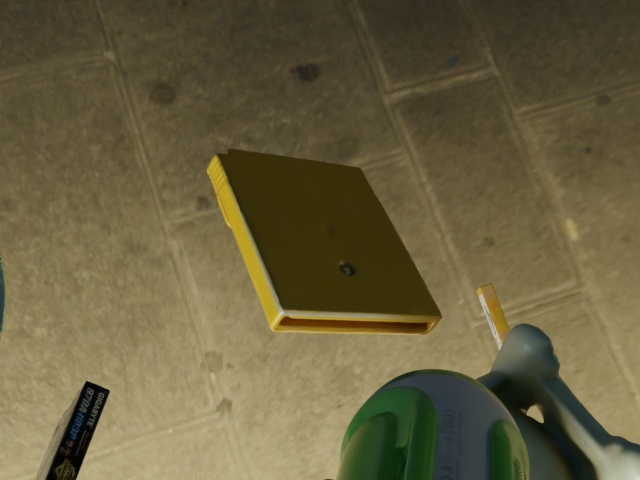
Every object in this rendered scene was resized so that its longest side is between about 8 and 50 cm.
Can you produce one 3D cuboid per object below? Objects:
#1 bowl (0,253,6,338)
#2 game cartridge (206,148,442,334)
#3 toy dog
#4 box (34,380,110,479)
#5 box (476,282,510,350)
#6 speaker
[{"bbox_3d":[-0.466,0.051,0.922,0.156,0.289,0.290,-11,69,34],"label":"bowl"},{"bbox_3d":[0.000,0.000,1.427,0.285,0.053,0.324,6,42,-35],"label":"game cartridge"},{"bbox_3d":[0.159,0.343,1.284,0.407,0.395,0.285,-21,71,-33],"label":"toy dog"},{"bbox_3d":[-0.450,0.379,1.692,0.051,0.175,0.220,27,43,-14],"label":"box"},{"bbox_3d":[0.319,0.147,1.741,0.028,0.081,0.136,-22,81,2],"label":"box"},{"bbox_3d":[0.056,0.180,0.524,0.131,0.296,0.131,3,108,9],"label":"speaker"}]
